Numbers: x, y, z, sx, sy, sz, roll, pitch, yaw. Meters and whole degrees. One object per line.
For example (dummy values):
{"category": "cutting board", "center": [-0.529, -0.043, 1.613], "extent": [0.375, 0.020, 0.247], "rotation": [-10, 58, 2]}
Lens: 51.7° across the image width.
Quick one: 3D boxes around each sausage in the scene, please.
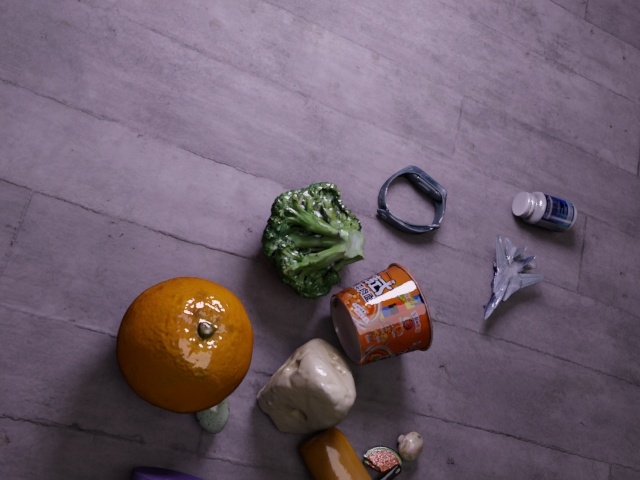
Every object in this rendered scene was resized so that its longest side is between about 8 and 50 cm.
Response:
{"category": "sausage", "center": [0.078, 0.642, 1.657], "extent": [0.134, 0.116, 0.354], "rotation": [-27, 82, -35]}

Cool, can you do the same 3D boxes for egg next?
{"category": "egg", "center": [-0.260, 0.409, 1.586], "extent": [0.085, 0.085, 0.110], "rotation": [-18, 91, -26]}

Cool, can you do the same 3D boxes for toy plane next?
{"category": "toy plane", "center": [0.553, 0.134, 2.008], "extent": [0.212, 0.088, 0.267], "rotation": [40, 76, -12]}

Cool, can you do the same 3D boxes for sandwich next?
{"category": "sandwich", "center": [0.162, 0.585, 1.764], "extent": [0.101, 0.026, 0.069], "rotation": [-13, 54, -23]}

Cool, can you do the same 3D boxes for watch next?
{"category": "watch", "center": [0.272, -0.108, 1.930], "extent": [0.206, 0.068, 0.193], "rotation": [39, 71, -10]}

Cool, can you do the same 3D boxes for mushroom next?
{"category": "mushroom", "center": [0.243, 0.560, 1.798], "extent": [0.083, 0.067, 0.084], "rotation": [-23, 125, -37]}

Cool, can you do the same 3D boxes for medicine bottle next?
{"category": "medicine bottle", "center": [0.711, -0.094, 2.101], "extent": [0.191, 0.107, 0.107], "rotation": [14, 75, -21]}

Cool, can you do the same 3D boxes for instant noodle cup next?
{"category": "instant noodle cup", "center": [0.150, 0.204, 1.735], "extent": [0.192, 0.250, 0.251], "rotation": [-18, 88, -16]}

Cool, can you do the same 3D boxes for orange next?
{"category": "orange", "center": [-0.299, 0.231, 1.486], "extent": [0.311, 0.312, 0.313], "rotation": [4, 79, -24]}

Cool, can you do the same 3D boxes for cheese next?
{"category": "cheese", "center": [-0.004, 0.347, 1.633], "extent": [0.174, 0.247, 0.251], "rotation": [51, 59, -10]}

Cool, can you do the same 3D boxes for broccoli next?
{"category": "broccoli", "center": [0.000, 0.000, 1.686], "extent": [0.307, 0.275, 0.308], "rotation": [-2, 93, -48]}

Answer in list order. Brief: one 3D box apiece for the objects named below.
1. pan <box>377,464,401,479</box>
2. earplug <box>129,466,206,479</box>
{"category": "pan", "center": [0.124, 0.672, 1.743], "extent": [0.235, 0.028, 0.136], "rotation": [-33, 96, -22]}
{"category": "earplug", "center": [-0.368, 0.740, 1.421], "extent": [0.215, 0.215, 0.456], "rotation": [20, 77, -20]}
